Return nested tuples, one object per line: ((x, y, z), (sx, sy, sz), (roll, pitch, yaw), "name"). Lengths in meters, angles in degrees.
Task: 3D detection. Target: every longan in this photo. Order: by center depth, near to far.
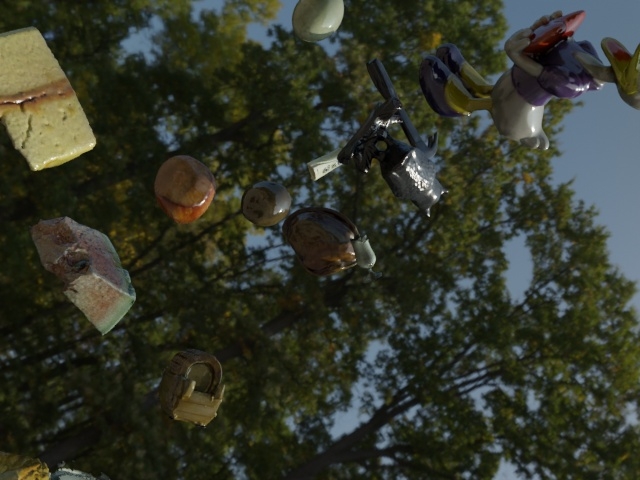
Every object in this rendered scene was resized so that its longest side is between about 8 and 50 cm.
((-0.113, -0.083, 1.438), (0.106, 0.119, 0.106), (7, -59, 12), "longan")

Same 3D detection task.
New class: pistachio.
((0.000, 0.000, 1.653), (0.210, 0.165, 0.130), (26, -4, 15), "pistachio")

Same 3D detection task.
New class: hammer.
((0.198, -0.324, 1.681), (0.037, 0.137, 0.289), (-30, -94, 52), "hammer")

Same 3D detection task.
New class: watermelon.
((-0.611, 0.081, 1.811), (0.264, 0.151, 0.302), (57, -6, 35), "watermelon")

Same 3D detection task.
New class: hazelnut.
((-0.314, -0.115, 1.560), (0.150, 0.150, 0.150), (31, -48, 42), "hazelnut")

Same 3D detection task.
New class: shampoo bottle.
((0.032, -0.202, 1.684), (0.034, 0.141, 0.049), (31, -33, 54), "shampoo bottle")

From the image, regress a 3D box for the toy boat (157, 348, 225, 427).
((-0.232, 0.250, 1.205), (0.310, 0.089, 0.115), (168, -64, -72), "toy boat")

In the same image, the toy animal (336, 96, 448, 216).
((0.143, -0.115, 1.054), (0.210, 0.121, 0.117), (35, 0, -28), "toy animal")

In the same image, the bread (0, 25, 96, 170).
((-0.527, -0.229, 1.157), (0.135, 0.178, 0.240), (-20, -77, 33), "bread")

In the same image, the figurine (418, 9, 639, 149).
((0.345, -0.224, 0.974), (0.421, 0.154, 0.193), (-4, -65, 41), "figurine")

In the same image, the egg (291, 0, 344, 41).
((-0.005, -0.554, 1.659), (0.114, 0.152, 0.114), (33, -19, 13), "egg")

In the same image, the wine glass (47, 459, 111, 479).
((-0.383, 0.499, 0.913), (0.190, 0.357, 0.190), (33, -10, 6), "wine glass")

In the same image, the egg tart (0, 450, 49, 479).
((-0.545, 0.377, 0.985), (0.294, 0.294, 0.123), (-5, -103, 55), "egg tart")

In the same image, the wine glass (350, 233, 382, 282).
((0.077, 0.031, 1.188), (0.039, 0.042, 0.083), (10, -55, 59), "wine glass")
